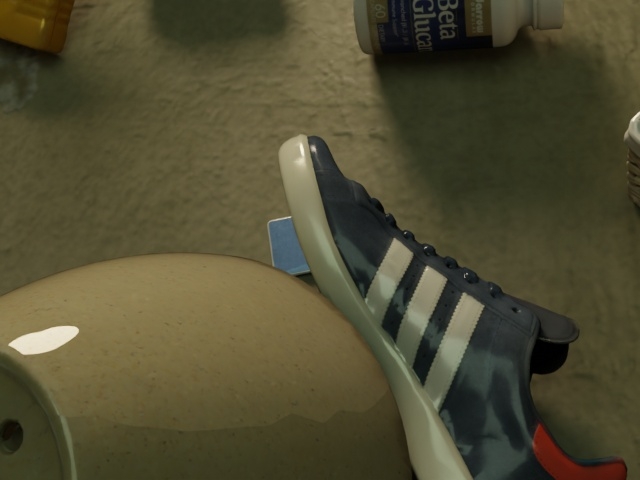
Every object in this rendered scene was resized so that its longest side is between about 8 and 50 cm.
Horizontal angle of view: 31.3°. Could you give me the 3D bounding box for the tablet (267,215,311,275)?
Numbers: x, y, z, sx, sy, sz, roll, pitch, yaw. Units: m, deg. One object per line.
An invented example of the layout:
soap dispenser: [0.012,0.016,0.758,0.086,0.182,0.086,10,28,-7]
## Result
tablet: [0.000,0.000,0.924,0.083,0.006,0.054,-12,63,6]

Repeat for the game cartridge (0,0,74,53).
game cartridge: [-0.326,-0.366,1.064,0.285,0.053,0.323,18,96,18]

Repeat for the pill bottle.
pill bottle: [0.116,-0.207,0.954,0.170,0.094,0.094,-2,64,10]

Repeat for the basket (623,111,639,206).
basket: [0.314,-0.038,0.828,0.113,0.103,0.167,-37,64,-9]

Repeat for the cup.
cup: [-0.141,0.151,0.689,0.331,0.237,0.331,-6,77,26]

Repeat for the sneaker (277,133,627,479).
sneaker: [0.092,0.056,0.815,0.148,0.131,0.350,-27,72,-1]
